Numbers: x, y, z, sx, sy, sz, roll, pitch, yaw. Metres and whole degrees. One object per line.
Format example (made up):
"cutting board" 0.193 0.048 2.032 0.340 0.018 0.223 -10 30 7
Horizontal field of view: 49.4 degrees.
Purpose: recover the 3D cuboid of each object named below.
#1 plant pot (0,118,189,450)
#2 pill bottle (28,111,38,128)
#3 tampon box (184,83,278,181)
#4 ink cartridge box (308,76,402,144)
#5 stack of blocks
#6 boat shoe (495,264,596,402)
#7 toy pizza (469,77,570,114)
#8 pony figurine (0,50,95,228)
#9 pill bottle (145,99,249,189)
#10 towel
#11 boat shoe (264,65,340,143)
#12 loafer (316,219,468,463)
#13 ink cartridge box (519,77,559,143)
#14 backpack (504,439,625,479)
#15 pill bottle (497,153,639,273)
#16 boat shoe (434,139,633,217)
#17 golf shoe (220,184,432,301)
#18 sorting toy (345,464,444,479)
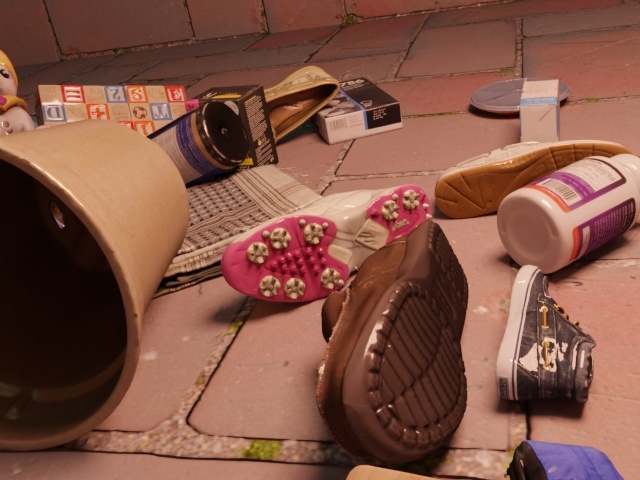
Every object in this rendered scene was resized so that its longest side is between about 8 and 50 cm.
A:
"plant pot" -0.302 0.005 0.783 0.334 0.333 0.305 -5 21 12
"pill bottle" -0.577 -0.210 1.507 0.152 0.152 0.272 1 28 22
"tampon box" -0.167 -0.204 1.327 0.120 0.161 0.101 2 28 25
"ink cartridge box" 0.054 -0.304 1.565 0.165 0.065 0.332 -15 25 -8
"stack of blocks" -0.415 -0.223 1.430 0.297 0.171 0.087 -7 -19 -29
"boat shoe" 0.229 0.092 0.689 0.083 0.065 0.183 3 35 23
"toy pizza" 0.412 -0.294 1.441 0.201 0.032 0.201 -9 27 4
"pony figurine" -0.478 -0.129 1.154 0.303 0.351 0.363 -23 47 -15
"pill bottle" -0.246 -0.154 1.247 0.219 0.122 0.123 -22 18 31
"towel" -0.167 -0.035 1.102 0.312 0.056 0.324 -18 27 -15
"boat shoe" -0.093 -0.264 1.436 0.285 0.104 0.089 -37 35 -6
"loafer" 0.065 0.099 0.688 0.130 0.133 0.366 -26 9 24
"ink cartridge box" 0.380 -0.213 1.200 0.062 0.104 0.181 0 28 20
"backpack" 0.174 0.195 0.457 0.101 0.098 0.120 9 15 -9
"pill bottle" 0.325 -0.042 0.867 0.193 0.108 0.108 -23 28 -26
"boat shoe" 0.304 -0.104 1.016 0.277 0.098 0.096 -7 27 11
"golf shoe" 0.000 0.000 0.926 0.306 0.115 0.140 -15 16 -28
"sorting toy" 0.101 0.256 0.302 0.256 0.089 0.257 2 46 27
